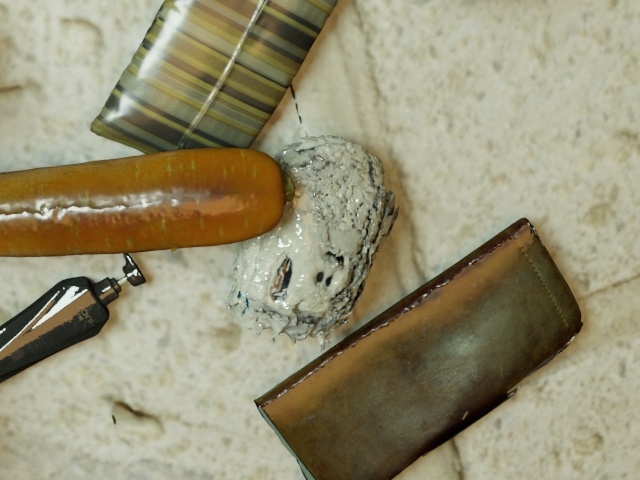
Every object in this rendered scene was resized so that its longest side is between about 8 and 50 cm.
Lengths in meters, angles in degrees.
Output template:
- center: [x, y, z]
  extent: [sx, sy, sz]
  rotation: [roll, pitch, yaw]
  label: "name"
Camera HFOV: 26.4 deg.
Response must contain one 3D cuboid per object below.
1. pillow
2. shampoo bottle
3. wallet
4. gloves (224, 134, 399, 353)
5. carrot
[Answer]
- center: [-0.058, -0.135, 0.904]
  extent: [0.113, 0.038, 0.203]
  rotation: [24, 104, -28]
  label: "pillow"
- center: [-0.185, 0.057, 0.952]
  extent: [0.137, 0.027, 0.048]
  rotation: [-31, 120, -4]
  label: "shampoo bottle"
- center: [0.084, 0.101, 1.065]
  extent: [0.255, 0.031, 0.137]
  rotation: [-34, 120, -2]
  label: "wallet"
- center: [0.001, 0.001, 0.967]
  extent: [0.114, 0.070, 0.153]
  rotation: [13, 106, -24]
  label: "gloves"
- center: [-0.127, -0.023, 0.894]
  extent: [0.225, 0.067, 0.067]
  rotation: [-5, 115, -4]
  label: "carrot"
